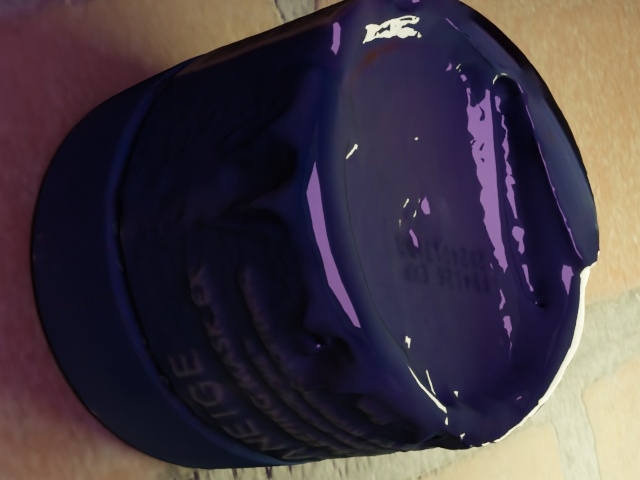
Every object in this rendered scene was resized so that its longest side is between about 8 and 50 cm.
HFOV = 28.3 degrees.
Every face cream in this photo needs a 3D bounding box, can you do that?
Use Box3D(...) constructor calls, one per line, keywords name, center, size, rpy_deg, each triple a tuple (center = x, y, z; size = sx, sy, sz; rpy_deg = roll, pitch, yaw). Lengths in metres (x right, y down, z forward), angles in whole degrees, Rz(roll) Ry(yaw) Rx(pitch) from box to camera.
Box3D(name="face cream", center=(0.000, 0.000, 0.716), size=(0.249, 0.225, 0.249), rpy_deg=(15, 68, -41))
